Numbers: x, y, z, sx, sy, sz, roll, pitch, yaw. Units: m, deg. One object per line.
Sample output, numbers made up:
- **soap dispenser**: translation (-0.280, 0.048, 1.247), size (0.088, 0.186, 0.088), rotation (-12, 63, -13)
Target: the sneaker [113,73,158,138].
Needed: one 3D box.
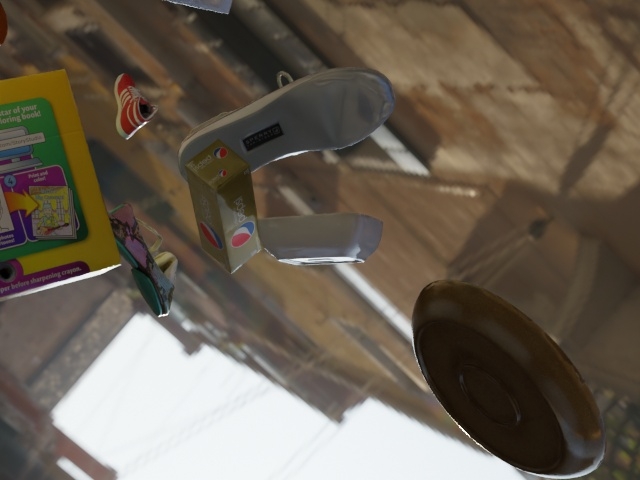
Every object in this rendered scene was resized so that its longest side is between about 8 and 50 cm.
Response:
- **sneaker**: translation (-0.291, -0.224, 2.047), size (0.067, 0.042, 0.118), rotation (-29, -126, 35)

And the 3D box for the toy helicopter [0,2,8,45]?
- **toy helicopter**: translation (-0.510, -0.286, 1.385), size (0.140, 0.235, 0.355), rotation (-16, -174, 26)

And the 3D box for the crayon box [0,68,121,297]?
- **crayon box**: translation (-0.511, -0.063, 1.898), size (0.363, 0.313, 0.106), rotation (-16, 178, -33)

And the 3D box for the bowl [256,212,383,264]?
- **bowl**: translation (0.000, 0.000, 1.597), size (0.142, 0.053, 0.142), rotation (-2, 174, 17)

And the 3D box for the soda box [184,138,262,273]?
- **soda box**: translation (-0.120, -0.041, 1.628), size (0.058, 0.061, 0.181), rotation (-40, 152, -21)

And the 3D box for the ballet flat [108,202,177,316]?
- **ballet flat**: translation (-0.278, 0.028, 2.086), size (0.079, 0.221, 0.077), rotation (-43, -140, -20)

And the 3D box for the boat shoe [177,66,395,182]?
- **boat shoe**: translation (-0.062, -0.195, 2.123), size (0.367, 0.135, 0.156), rotation (-25, -158, -1)

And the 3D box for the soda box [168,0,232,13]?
- **soda box**: translation (-0.202, -0.339, 1.607), size (0.069, 0.216, 0.073), rotation (30, -72, 41)

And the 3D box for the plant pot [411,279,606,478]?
- **plant pot**: translation (0.169, 0.141, 1.242), size (0.032, 0.236, 0.236), rotation (-38, -166, -25)
